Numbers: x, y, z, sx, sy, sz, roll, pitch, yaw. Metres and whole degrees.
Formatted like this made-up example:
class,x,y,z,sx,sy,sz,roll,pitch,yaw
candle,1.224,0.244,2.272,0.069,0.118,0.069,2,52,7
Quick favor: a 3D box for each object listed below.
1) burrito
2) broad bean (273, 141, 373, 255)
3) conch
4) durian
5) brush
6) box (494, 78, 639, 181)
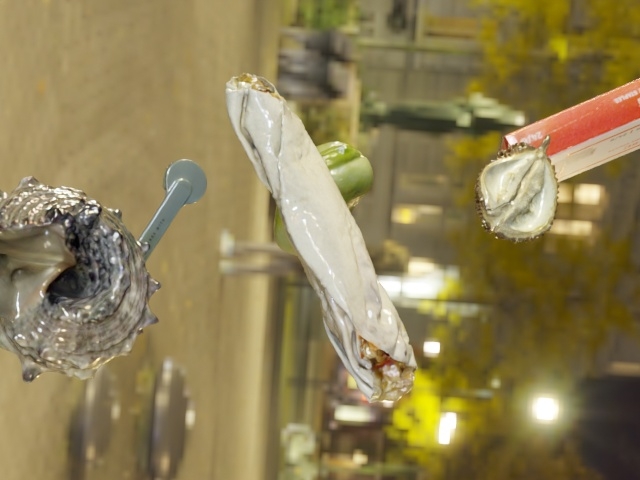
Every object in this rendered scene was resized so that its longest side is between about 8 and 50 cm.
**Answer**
class,x,y,z,sx,sy,sz,roll,pitch,yaw
burrito,0.000,0.000,1.820,0.392,0.076,0.117,64,16,-7
broad bean,0.002,-0.053,2.258,0.082,0.124,0.174,45,-64,37
conch,-0.327,0.048,2.033,0.313,0.186,0.240,32,70,-45
durian,0.215,-0.061,1.936,0.071,0.110,0.140,-1,-126,56
brush,-0.232,0.002,2.274,0.027,0.062,0.266,-16,-141,58
box,0.320,-0.125,2.051,0.123,0.229,0.050,99,-33,-71
